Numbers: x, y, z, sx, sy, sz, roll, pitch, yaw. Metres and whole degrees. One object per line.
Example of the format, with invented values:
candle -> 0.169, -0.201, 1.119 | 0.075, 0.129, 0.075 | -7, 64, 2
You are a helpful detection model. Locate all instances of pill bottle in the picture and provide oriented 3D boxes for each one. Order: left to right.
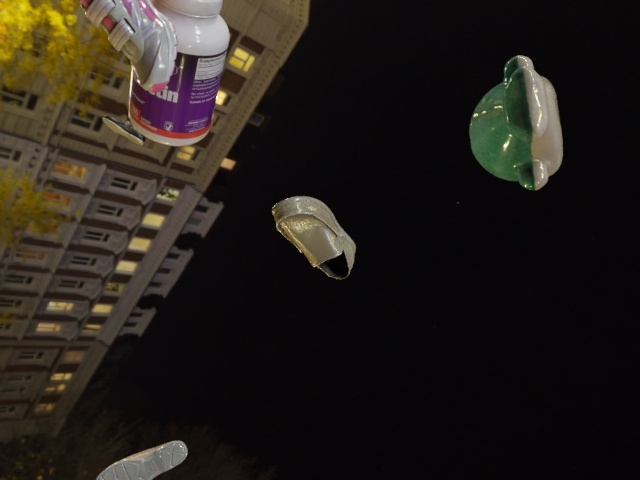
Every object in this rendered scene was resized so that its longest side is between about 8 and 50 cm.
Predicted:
pill bottle -> -0.296, -0.370, 1.004 | 0.181, 0.182, 0.322 | 64, -36, 33

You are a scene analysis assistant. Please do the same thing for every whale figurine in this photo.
whale figurine -> 0.305, -0.183, 0.769 | 0.141, 0.272, 0.216 | -7, -90, 24

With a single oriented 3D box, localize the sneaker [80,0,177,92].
sneaker -> -0.313, -0.350, 0.756 | 0.103, 0.111, 0.252 | -26, -95, 43

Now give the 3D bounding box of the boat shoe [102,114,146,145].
boat shoe -> -0.594, -0.341, 1.464 | 0.049, 0.133, 0.041 | -5, -119, 54

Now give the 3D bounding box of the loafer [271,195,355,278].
loafer -> 0.000, 0.000, 1.015 | 0.102, 0.269, 0.091 | -28, -130, 23

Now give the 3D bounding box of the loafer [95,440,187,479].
loafer -> -0.255, 0.324, 0.692 | 0.039, 0.125, 0.045 | -27, -99, 68
